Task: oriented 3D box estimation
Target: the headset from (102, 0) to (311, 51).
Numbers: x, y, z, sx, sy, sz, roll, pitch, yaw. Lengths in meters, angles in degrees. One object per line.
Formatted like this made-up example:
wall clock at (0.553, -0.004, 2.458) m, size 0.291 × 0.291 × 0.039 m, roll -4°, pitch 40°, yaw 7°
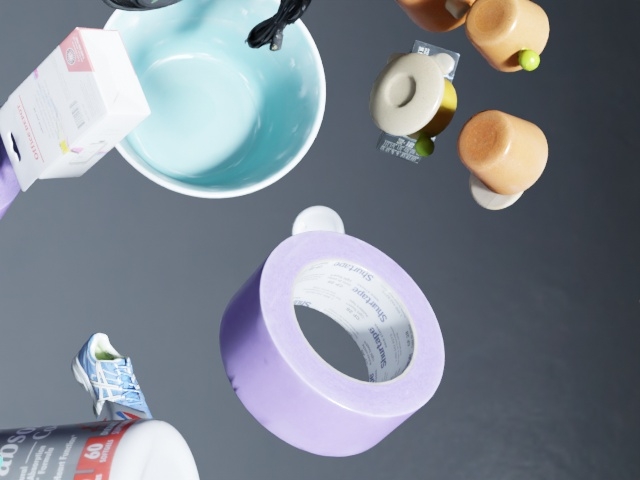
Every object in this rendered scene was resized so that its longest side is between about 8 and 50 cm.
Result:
headset at (-0.191, -0.356, 1.514) m, size 0.185 × 0.394 × 0.243 m, roll -39°, pitch -148°, yaw 53°

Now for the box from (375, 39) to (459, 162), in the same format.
box at (0.156, -0.222, 2.085) m, size 0.180 × 0.077 × 0.147 m, roll 118°, pitch -10°, yaw -79°

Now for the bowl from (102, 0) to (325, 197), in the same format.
bowl at (-0.163, -0.190, 1.753) m, size 0.163 × 0.311 × 0.312 m, roll 141°, pitch -50°, yaw -70°

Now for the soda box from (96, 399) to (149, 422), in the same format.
soda box at (-0.272, 0.290, 1.793) m, size 0.074 × 0.069 × 0.216 m, roll -69°, pitch -163°, yaw 2°

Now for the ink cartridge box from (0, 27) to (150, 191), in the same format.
ink cartridge box at (-0.297, -0.150, 1.523) m, size 0.067 × 0.198 × 0.115 m, roll -6°, pitch 69°, yaw -48°

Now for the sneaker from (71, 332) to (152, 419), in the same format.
sneaker at (-0.338, 0.241, 2.114) m, size 0.080 × 0.211 × 0.081 m, roll -12°, pitch 139°, yaw -47°

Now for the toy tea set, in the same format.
toy tea set at (0.157, -0.187, 1.285) m, size 0.124 × 0.200 × 0.336 m, roll 24°, pitch 65°, yaw -49°

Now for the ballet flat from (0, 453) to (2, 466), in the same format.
ballet flat at (-0.376, 0.270, 1.359) m, size 0.114 × 0.041 × 0.041 m, roll -62°, pitch 168°, yaw -13°

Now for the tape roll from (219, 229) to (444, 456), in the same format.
tape roll at (0.011, 0.090, 1.142) m, size 0.080 × 0.189 × 0.189 m, roll -48°, pitch -150°, yaw 43°

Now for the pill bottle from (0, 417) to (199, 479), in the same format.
pill bottle at (-0.336, 0.318, 1.467) m, size 0.210 × 0.362 × 0.210 m, roll -7°, pitch 90°, yaw -73°

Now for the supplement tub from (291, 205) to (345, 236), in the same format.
supplement tub at (0.000, 0.000, 1.727) m, size 0.107 × 0.071 × 0.071 m, roll 75°, pitch 13°, yaw -73°

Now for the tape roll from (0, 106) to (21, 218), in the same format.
tape roll at (-0.513, -0.108, 1.609) m, size 0.090 × 0.274 × 0.275 m, roll -46°, pitch -154°, yaw 35°
